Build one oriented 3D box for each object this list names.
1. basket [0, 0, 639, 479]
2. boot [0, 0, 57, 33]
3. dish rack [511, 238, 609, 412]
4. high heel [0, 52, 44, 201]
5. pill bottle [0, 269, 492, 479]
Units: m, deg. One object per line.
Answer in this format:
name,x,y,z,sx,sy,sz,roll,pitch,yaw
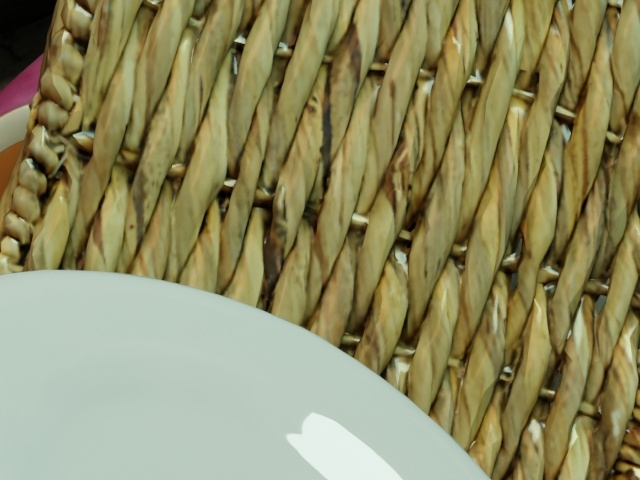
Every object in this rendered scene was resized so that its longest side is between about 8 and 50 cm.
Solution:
basket,0.000,0.000,0.659,0.223,0.213,0.299,15,85,-9
boot,-0.306,-0.006,0.846,0.367,0.146,0.445,-3,49,34
dish rack,0.134,-0.016,0.711,0.285,0.072,0.333,-32,48,-3
high heel,-0.105,-0.078,0.867,0.244,0.082,0.117,-41,38,-4
pill bottle,-0.090,0.185,0.478,0.334,0.188,0.188,-58,39,30
